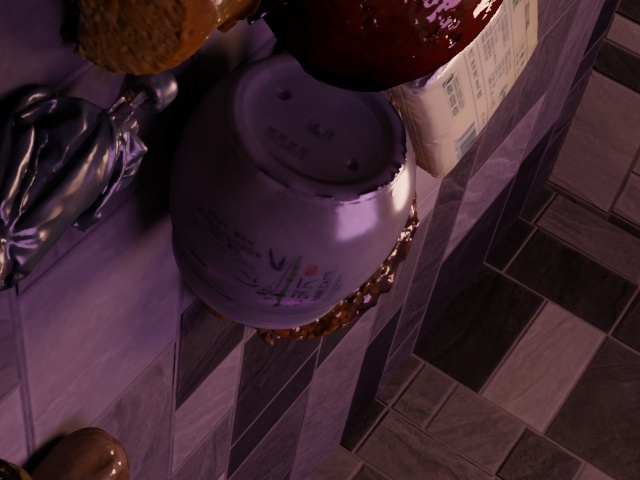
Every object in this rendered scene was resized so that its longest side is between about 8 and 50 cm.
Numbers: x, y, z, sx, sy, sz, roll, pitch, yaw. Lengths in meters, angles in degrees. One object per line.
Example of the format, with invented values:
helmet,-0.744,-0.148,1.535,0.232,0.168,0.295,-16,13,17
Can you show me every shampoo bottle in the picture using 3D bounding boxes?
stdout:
shampoo bottle,-0.038,-0.053,1.364,0.273,0.273,0.266,-45,167,-39

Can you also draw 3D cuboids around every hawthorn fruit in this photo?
hawthorn fruit,0.065,-0.302,1.217,0.316,0.316,0.316,-52,162,-23

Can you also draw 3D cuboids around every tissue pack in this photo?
tissue pack,0.157,-0.288,1.636,0.297,0.207,0.380,-55,163,-8

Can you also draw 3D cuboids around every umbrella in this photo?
umbrella,-0.254,-0.048,1.054,0.349,0.094,0.143,-52,156,-30

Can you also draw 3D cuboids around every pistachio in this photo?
pistachio,-0.319,0.311,1.508,0.185,0.126,0.108,-40,113,-41

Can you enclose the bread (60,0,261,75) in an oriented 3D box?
bread,-0.122,-0.246,1.001,0.160,0.147,0.261,-51,162,-34

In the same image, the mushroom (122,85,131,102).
mushroom,-0.174,-0.184,1.184,0.286,0.028,0.026,-60,-154,8

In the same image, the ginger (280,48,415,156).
ginger,0.035,-0.166,1.489,0.074,0.213,0.137,-53,176,-20

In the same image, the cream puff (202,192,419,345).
cream puff,0.000,0.000,1.656,0.343,0.231,0.327,-46,163,-38

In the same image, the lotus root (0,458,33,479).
lotus root,-0.392,0.359,1.278,0.173,0.173,0.309,-33,150,-57
